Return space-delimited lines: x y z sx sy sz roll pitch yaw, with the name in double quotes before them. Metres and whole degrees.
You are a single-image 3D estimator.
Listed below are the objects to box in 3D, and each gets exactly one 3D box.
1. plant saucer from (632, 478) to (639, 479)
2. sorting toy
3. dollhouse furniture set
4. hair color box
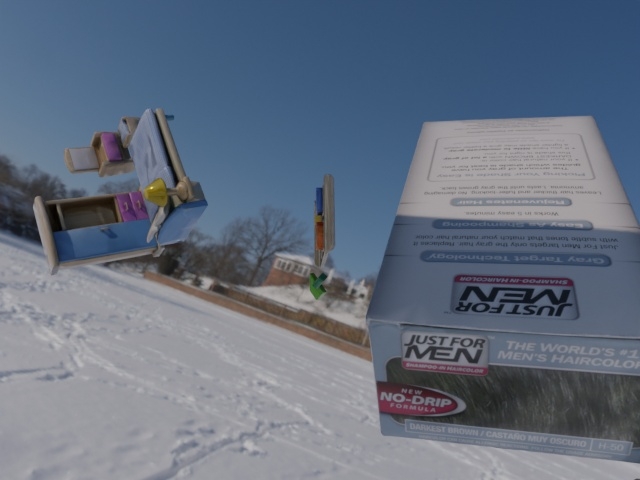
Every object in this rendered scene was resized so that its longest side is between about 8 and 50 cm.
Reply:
"plant saucer" 0.359 0.317 0.375 0.333 0.081 0.332 13 -38 28
"sorting toy" 0.000 0.000 0.419 0.012 0.083 0.062 2 -15 -8
"dollhouse furniture set" -0.360 -0.116 0.970 0.198 0.286 0.303 -11 -17 -35
"hair color box" 0.168 0.003 0.516 0.186 0.113 0.374 1 31 16
